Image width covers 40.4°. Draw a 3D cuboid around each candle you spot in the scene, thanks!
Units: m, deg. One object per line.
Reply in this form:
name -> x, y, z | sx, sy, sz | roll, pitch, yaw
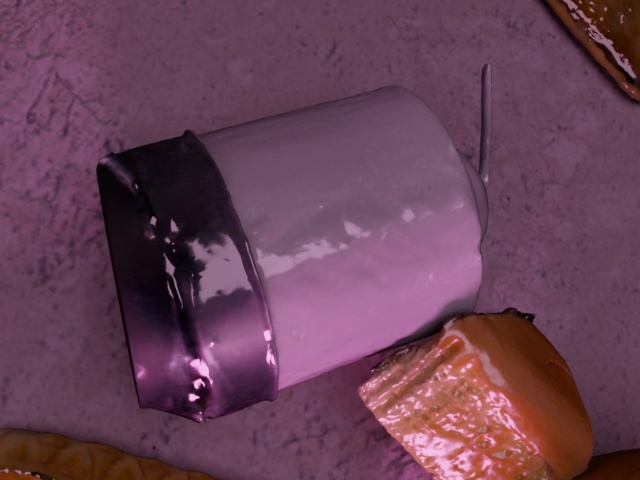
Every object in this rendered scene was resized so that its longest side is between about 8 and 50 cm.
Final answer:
candle -> 0.000, 0.000, 0.698 | 0.342, 0.221, 0.221 | -15, 89, -17

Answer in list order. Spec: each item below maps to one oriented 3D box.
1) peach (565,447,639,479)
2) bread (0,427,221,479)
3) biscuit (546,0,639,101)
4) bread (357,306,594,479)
peach -> 0.283, 0.305, 0.669 | 0.290, 0.372, 0.373 | 43, 76, -10
bread -> -0.111, 0.237, 0.720 | 0.367, 0.084, 0.077 | 19, 124, -11
biscuit -> 0.298, -0.248, 0.900 | 0.247, 0.029, 0.118 | 47, 69, -6
bread -> 0.122, 0.113, 0.732 | 0.140, 0.160, 0.169 | -37, 105, 19
